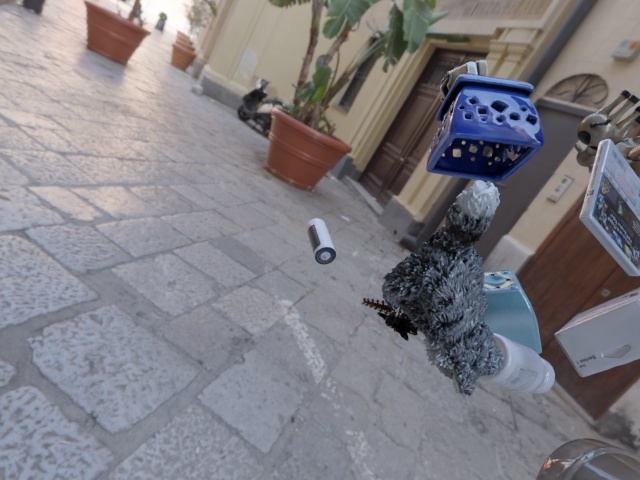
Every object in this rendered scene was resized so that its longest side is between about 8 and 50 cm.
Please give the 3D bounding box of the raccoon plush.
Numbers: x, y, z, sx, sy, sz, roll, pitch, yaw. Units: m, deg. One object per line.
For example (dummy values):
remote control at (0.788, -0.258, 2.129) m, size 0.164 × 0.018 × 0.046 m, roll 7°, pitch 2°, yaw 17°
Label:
raccoon plush at (0.297, 0.135, 0.841) m, size 0.299 × 0.216 × 0.446 m, roll 57°, pitch -15°, yaw 26°

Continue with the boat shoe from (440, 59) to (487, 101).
boat shoe at (0.419, -0.468, 1.245) m, size 0.103 × 0.113 × 0.302 m, roll -2°, pitch -1°, yaw 8°

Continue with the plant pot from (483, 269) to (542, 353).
plant pot at (0.662, 0.254, 1.532) m, size 0.247 × 0.252 × 0.248 m, roll -8°, pitch 24°, yaw 14°

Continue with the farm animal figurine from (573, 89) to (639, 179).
farm animal figurine at (0.685, -0.169, 0.897) m, size 0.330 × 0.172 × 0.327 m, roll 40°, pitch 31°, yaw 1°

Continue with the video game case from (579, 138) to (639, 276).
video game case at (0.537, -0.057, 0.731) m, size 0.190 × 0.173 × 0.022 m, roll 36°, pitch -22°, yaw -23°

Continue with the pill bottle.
pill bottle at (0.535, 0.348, 1.127) m, size 0.229 × 0.131 × 0.131 m, roll 24°, pitch 19°, yaw -26°

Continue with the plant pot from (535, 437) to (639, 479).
plant pot at (0.618, 0.575, 0.752) m, size 0.323 × 0.323 × 0.280 m, roll 28°, pitch -17°, yaw -8°

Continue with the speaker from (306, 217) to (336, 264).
speaker at (0.000, 0.000, 1.038) m, size 0.055 × 0.055 × 0.136 m, roll 22°, pitch 27°, yaw -25°

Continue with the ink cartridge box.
ink cartridge box at (0.738, 0.218, 1.013) m, size 0.278 × 0.201 × 0.117 m, roll -3°, pitch 60°, yaw -48°

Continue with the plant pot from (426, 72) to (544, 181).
plant pot at (0.438, -0.309, 1.111) m, size 0.236 × 0.212 × 0.236 m, roll 8°, pitch -16°, yaw 1°

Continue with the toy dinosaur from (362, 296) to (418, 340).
toy dinosaur at (0.267, 0.216, 1.146) m, size 0.218 × 0.322 × 0.164 m, roll 36°, pitch 47°, yaw -54°
